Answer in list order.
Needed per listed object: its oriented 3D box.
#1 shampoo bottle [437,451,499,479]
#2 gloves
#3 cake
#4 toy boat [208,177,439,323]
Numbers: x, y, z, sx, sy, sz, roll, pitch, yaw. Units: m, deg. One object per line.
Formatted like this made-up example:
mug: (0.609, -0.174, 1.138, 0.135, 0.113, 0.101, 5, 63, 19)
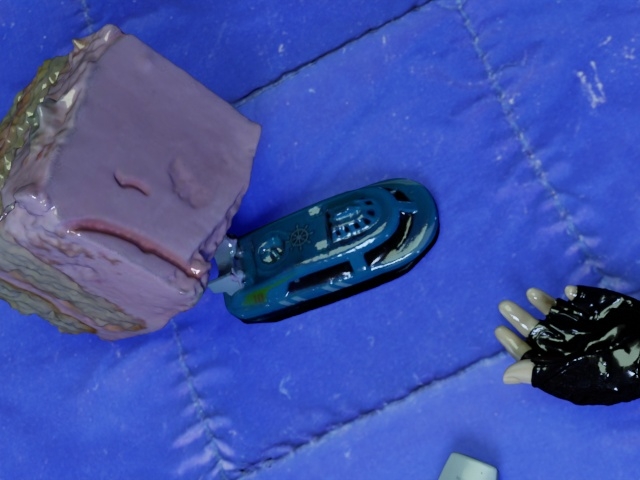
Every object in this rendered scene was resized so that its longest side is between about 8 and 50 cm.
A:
shampoo bottle: (0.136, 0.342, 1.301, 0.072, 0.049, 0.212, 16, 75, 23)
gloves: (0.283, 0.115, 1.303, 0.164, 0.124, 0.203, -39, 27, -29)
cake: (-0.274, -0.061, 1.484, 0.307, 0.293, 0.314, -24, 45, 48)
toy boat: (0.000, 0.000, 1.488, 0.299, 0.092, 0.134, -22, 58, 14)
